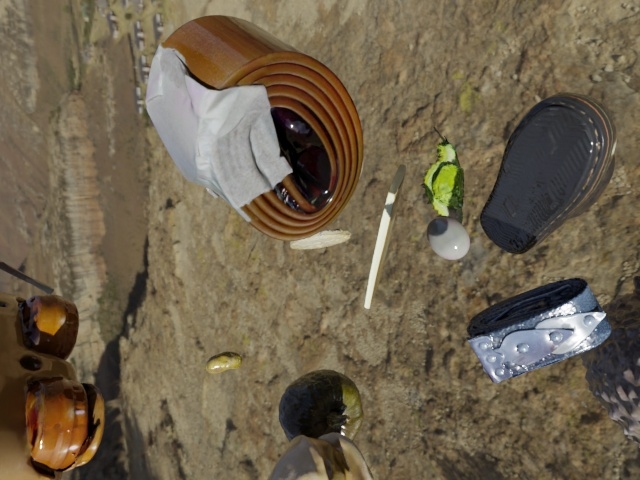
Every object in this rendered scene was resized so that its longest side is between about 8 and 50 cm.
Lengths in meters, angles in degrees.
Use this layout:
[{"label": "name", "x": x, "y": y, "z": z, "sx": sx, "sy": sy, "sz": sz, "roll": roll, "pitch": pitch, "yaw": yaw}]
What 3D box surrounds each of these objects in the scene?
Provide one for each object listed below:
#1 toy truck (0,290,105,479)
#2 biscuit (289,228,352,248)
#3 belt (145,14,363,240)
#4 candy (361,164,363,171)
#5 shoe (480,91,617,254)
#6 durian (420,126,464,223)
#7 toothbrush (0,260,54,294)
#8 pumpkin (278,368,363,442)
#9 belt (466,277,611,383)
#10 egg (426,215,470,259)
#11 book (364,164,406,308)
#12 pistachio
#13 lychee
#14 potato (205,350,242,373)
[{"label": "toy truck", "x": -0.364, "y": 0.161, "z": 0.438, "sx": 0.211, "sy": 0.204, "sz": 0.288, "roll": -52, "pitch": 50, "yaw": 18}, {"label": "biscuit", "x": 0.000, "y": 0.000, "z": 1.023, "sx": 0.152, "sy": 0.152, "sz": 0.020, "roll": -25, "pitch": 70, "yaw": 56}, {"label": "belt", "x": -0.068, "y": -0.130, "z": 0.587, "sx": 0.217, "sy": 0.338, "sz": 0.122, "roll": -47, "pitch": 60, "yaw": -2}, {"label": "candy", "x": 0.018, "y": -0.220, "z": 1.264, "sx": 0.295, "sy": 0.185, "sz": 0.295, "roll": -178, "pitch": 90, "yaw": -72}, {"label": "shoe", "x": 0.464, "y": -0.143, "z": 0.855, "sx": 0.171, "sy": 0.237, "sz": 0.384, "roll": 46, "pitch": 160, "yaw": 27}, {"label": "durian", "x": 0.400, "y": -0.182, "z": 1.434, "sx": 0.132, "sy": 0.107, "sz": 0.374, "roll": -1, "pitch": 98, "yaw": 35}, {"label": "toothbrush", "x": -0.462, "y": 0.036, "z": 0.639, "sx": 0.014, "sy": 0.017, "sz": 0.194, "roll": 28, "pitch": 165, "yaw": 28}, {"label": "pumpkin", "x": 0.014, "y": 0.422, "z": 1.076, "sx": 0.162, "sy": 0.219, "sz": 0.218, "roll": -4, "pitch": 94, "yaw": 55}, {"label": "belt", "x": 0.383, "y": 0.163, "z": 0.782, "sx": 0.218, "sy": 0.122, "sz": 0.128, "roll": -31, "pitch": 93, "yaw": 25}, {"label": "egg", "x": 0.348, "y": -0.008, "z": 1.220, "sx": 0.135, "sy": 0.103, "sz": 0.103, "roll": 57, "pitch": 139, "yaw": 28}, {"label": "book", "x": 0.199, "y": -0.015, "z": 1.367, "sx": 0.032, "sy": 0.269, "sz": 0.388, "roll": 14, "pitch": 119, "yaw": 11}, {"label": "pistachio", "x": -0.015, "y": 0.515, "z": 0.834, "sx": 0.238, "sy": 0.229, "sz": 0.321, "roll": 43, "pitch": 119, "yaw": 49}, {"label": "lychee", "x": 0.717, "y": 0.255, "z": 0.843, "sx": 0.380, "sy": 0.380, "sz": 0.432, "roll": -28, "pitch": 91, "yaw": 55}, {"label": "potato", "x": -0.239, "y": 0.301, "z": 1.106, "sx": 0.046, "sy": 0.092, "sz": 0.045, "roll": -121, "pitch": 30, "yaw": -47}]
